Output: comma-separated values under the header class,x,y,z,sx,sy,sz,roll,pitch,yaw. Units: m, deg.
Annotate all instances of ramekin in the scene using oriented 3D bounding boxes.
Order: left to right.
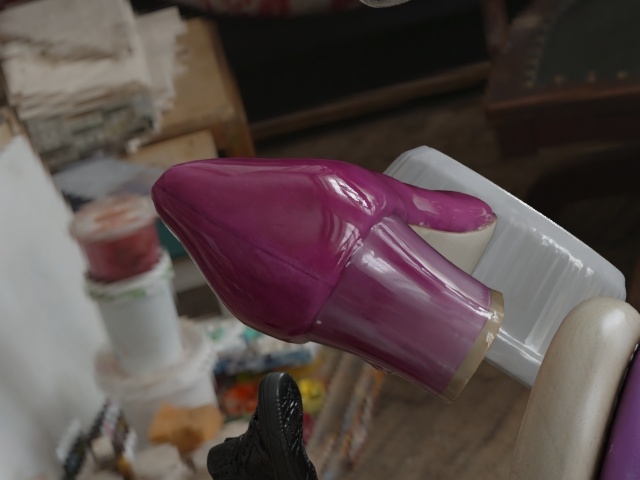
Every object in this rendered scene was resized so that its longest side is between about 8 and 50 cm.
class,x,y,z,sx,sy,sz,roll,pitch,yaw
ramekin,0.142,0.026,1.483,0.127,0.273,0.273,-57,38,1

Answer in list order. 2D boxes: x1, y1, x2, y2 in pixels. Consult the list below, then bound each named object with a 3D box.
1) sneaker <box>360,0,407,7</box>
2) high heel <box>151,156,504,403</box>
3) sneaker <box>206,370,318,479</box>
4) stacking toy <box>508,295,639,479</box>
class,x,y,z,sx,sy,sz,roll,pitch,yaw
sneaker,0.056,-0.208,0.912,0.305,0.152,0.114,-8,48,60
high heel,0.000,0.000,0.638,0.117,0.082,0.244,31,10,-3
sneaker,-0.054,0.171,1.333,0.089,0.170,0.051,2,37,20
stacking toy,0.248,0.125,0.699,0.330,0.141,0.141,13,38,18
